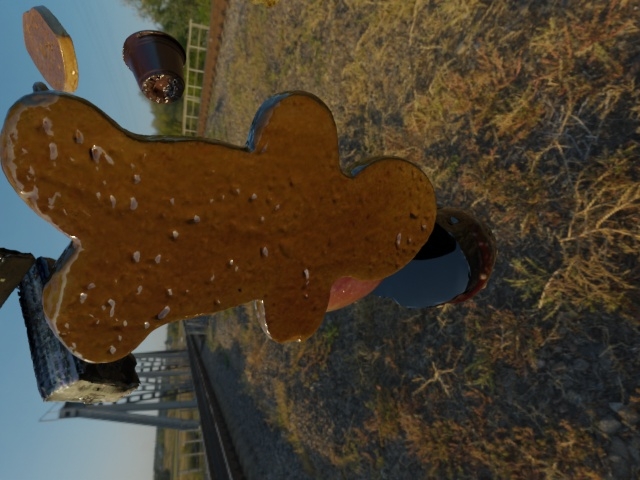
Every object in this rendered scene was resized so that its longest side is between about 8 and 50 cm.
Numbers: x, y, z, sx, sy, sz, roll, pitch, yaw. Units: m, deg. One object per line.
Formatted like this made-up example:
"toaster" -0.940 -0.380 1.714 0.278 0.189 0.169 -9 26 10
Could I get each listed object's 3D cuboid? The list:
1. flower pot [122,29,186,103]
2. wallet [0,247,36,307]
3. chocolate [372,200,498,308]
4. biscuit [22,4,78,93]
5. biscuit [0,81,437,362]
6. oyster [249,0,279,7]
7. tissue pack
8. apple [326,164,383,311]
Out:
"flower pot" -0.290 -0.299 0.732 0.111 0.111 0.089 125 132 -57
"wallet" -0.721 0.134 0.791 0.321 0.170 0.044 -48 56 7
"chocolate" 0.244 0.017 0.940 0.340 0.210 0.225 1 105 51
"biscuit" -0.479 -0.336 0.731 0.221 0.029 0.141 15 125 43
"biscuit" -0.060 -0.016 0.445 0.064 0.432 0.283 36 129 57
"oyster" -0.064 -0.249 0.267 0.056 0.105 0.177 41 167 52
"tissue pack" -0.554 0.210 0.958 0.332 0.123 0.245 58 179 24
"apple" 0.000 0.000 0.799 0.235 0.306 0.305 -31 55 43
